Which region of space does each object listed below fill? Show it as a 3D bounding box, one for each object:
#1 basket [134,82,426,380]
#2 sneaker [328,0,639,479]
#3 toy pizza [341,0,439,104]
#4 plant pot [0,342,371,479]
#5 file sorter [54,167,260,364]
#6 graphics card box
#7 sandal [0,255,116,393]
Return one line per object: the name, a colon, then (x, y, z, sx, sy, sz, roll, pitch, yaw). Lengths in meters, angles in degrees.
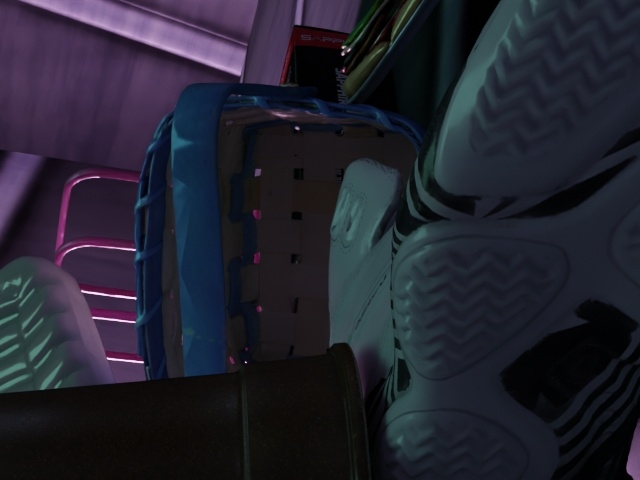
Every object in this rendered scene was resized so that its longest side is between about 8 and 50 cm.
basket: (-0.022, 0.022, 0.785, 0.289, 0.201, 0.254, -31, -56, -67)
sneaker: (0.075, -0.007, 0.507, 0.210, 0.137, 0.365, -98, 15, -53)
toy pizza: (0.065, -0.179, 0.852, 0.201, 0.032, 0.201, -56, 6, 9)
plant pot: (-0.071, 0.121, 0.489, 0.167, 0.165, 0.167, -179, 90, -84)
file sorter: (-0.140, 0.113, 1.062, 0.202, 0.182, 0.290, 110, 163, -54)
graphics card box: (0.000, 0.000, 1.147, 0.371, 0.094, 0.232, -92, 13, -53)
sandal: (-0.146, 0.179, 0.824, 0.169, 0.102, 0.416, -38, 49, 26)
